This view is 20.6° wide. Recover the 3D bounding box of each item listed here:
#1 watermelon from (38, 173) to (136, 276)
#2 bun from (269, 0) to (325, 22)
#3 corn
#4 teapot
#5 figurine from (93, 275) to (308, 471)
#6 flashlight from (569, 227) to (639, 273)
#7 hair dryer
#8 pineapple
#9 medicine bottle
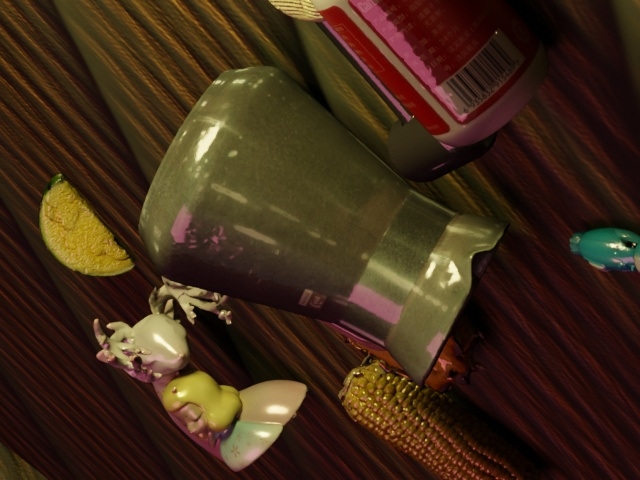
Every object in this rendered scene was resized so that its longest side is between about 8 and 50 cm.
[{"bbox_3d":[-0.350,-0.021,2.538,0.092,0.075,0.181,-31,119,16],"label":"watermelon"},{"bbox_3d":[-0.016,-0.262,1.654,0.115,0.069,0.115,30,156,15],"label":"bun"},{"bbox_3d":[0.159,0.251,2.263,0.293,0.106,0.106,33,155,3],"label":"corn"},{"bbox_3d":[0.000,0.000,1.878,0.344,0.253,0.300,30,153,7],"label":"teapot"},{"bbox_3d":[-0.169,0.163,2.457,0.316,0.206,0.284,38,161,-14],"label":"figurine"},{"bbox_3d":[0.301,0.009,1.729,0.129,0.051,0.051,14,147,52],"label":"flashlight"},{"bbox_3d":[0.067,-0.171,1.727,0.248,0.070,0.114,51,154,-7],"label":"hair dryer"},{"bbox_3d":[0.103,0.093,2.085,0.225,0.076,0.225,28,153,16],"label":"pineapple"},{"bbox_3d":[0.080,-0.207,1.549,0.250,0.131,0.131,46,153,-16],"label":"medicine bottle"}]
